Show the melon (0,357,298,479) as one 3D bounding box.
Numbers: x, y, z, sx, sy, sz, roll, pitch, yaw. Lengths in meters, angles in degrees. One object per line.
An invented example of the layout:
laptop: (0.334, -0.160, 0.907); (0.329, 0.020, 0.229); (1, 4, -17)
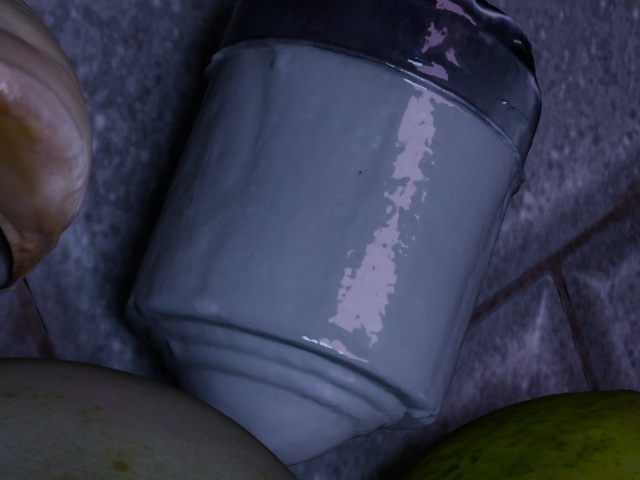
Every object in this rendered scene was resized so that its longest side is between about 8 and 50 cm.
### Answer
melon: (-0.133, 0.198, 0.983); (0.330, 0.268, 0.268); (13, 77, -10)

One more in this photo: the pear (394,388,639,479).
pear: (0.195, 0.275, 1.245); (0.391, 0.391, 0.391); (3, 86, -43)

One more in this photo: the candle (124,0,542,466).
candle: (0.000, 0.000, 1.168); (0.221, 0.221, 0.342); (33, 70, -37)

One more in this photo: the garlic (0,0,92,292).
garlic: (-0.187, -0.077, 1.067); (0.207, 0.115, 0.128); (53, 50, -31)
